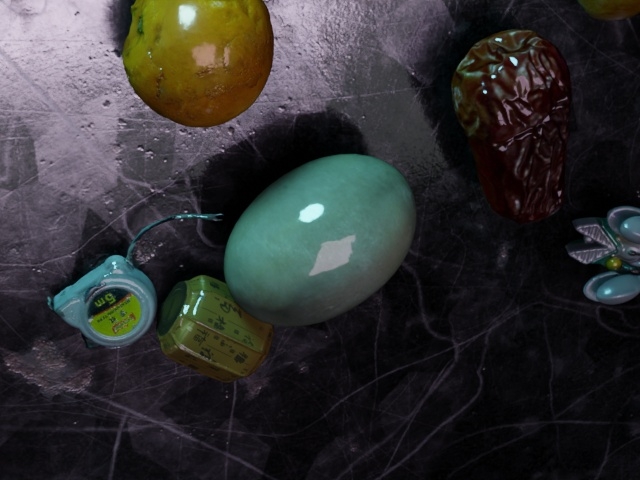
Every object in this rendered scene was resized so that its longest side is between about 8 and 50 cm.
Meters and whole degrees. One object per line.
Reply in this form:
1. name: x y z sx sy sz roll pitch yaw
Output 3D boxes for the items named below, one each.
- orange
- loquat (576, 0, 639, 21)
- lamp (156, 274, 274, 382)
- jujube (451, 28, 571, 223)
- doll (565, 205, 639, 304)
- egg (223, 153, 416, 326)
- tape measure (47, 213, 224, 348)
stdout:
1. orange: -0.185 -0.289 1.715 0.240 0.240 0.240 -7 117 -15
2. loquat: 0.510 -0.476 1.892 0.179 0.179 0.227 36 104 -29
3. lamp: -0.184 0.155 1.980 0.185 0.161 0.161 26 105 -25
4. jujube: 0.340 -0.191 1.955 0.216 0.216 0.342 -22 122 -7
5. doll: 0.602 0.010 2.150 0.258 0.153 0.195 -16 108 5
6. egg: 0.000 0.000 1.905 0.352 0.258 0.258 -33 120 6
7. tape measure: -0.289 0.058 1.936 0.330 0.084 0.164 -34 122 1
